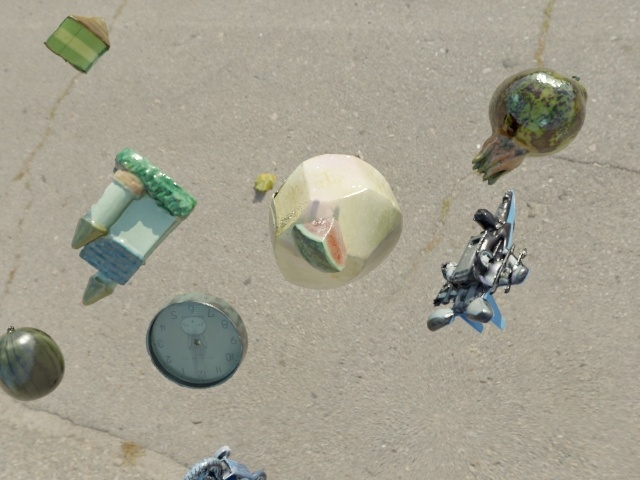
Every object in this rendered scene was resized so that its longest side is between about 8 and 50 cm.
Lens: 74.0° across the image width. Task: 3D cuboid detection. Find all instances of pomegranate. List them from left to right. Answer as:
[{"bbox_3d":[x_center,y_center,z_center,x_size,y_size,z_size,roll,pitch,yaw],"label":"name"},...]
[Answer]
[{"bbox_3d":[0.482,-0.253,0.975,0.203,0.222,0.277,14,86,27],"label":"pomegranate"}]

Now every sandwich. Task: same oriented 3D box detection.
[{"bbox_3d":[-0.414,-0.357,0.720,0.074,0.074,0.116,-36,54,14],"label":"sandwich"}]

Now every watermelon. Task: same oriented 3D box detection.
[{"bbox_3d":[-0.392,0.164,0.569,0.078,0.111,0.078,-7,28,4],"label":"watermelon"},{"bbox_3d":[-0.001,0.006,0.621,0.072,0.085,0.092,-26,30,-32],"label":"watermelon"}]

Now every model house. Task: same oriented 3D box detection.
[{"bbox_3d":[-0.460,-0.011,0.958,0.194,0.267,0.325,38,74,-18],"label":"model house"}]

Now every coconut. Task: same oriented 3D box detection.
[{"bbox_3d":[0.034,-0.032,1.061,0.352,0.353,0.353,-6,66,13],"label":"coconut"}]

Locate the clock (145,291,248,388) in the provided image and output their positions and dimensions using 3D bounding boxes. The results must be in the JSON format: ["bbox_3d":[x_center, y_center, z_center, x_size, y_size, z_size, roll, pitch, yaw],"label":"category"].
[{"bbox_3d":[-0.263,0.217,0.905,0.214,0.042,0.215,1,106,3],"label":"clock"}]

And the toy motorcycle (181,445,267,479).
[{"bbox_3d":[-0.200,0.484,0.814,0.135,0.254,0.092,-46,49,-10],"label":"toy motorcycle"}]

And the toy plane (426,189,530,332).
[{"bbox_3d":[0.227,0.015,0.585,0.078,0.169,0.246,29,65,-12],"label":"toy plane"}]
